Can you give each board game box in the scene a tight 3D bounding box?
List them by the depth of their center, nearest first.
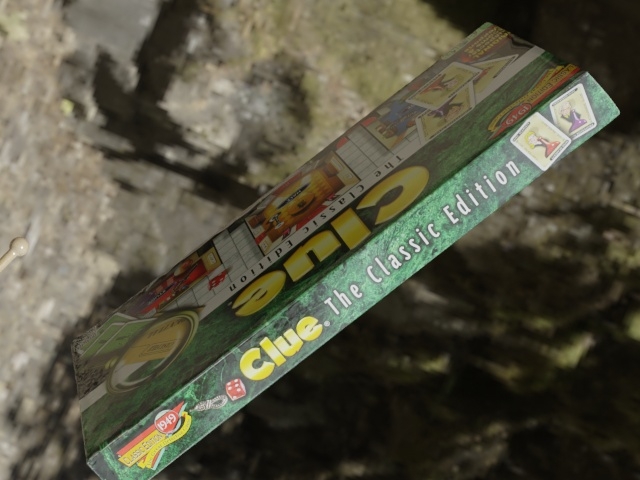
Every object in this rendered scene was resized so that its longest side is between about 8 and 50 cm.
[{"bbox_3d":[0.000,0.000,0.655,0.259,0.030,0.136,-38,-157,0],"label":"board game box"}]

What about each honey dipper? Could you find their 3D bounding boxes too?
[{"bbox_3d":[-0.319,0.055,1.315,0.161,0.030,0.030,-47,163,-25],"label":"honey dipper"}]
